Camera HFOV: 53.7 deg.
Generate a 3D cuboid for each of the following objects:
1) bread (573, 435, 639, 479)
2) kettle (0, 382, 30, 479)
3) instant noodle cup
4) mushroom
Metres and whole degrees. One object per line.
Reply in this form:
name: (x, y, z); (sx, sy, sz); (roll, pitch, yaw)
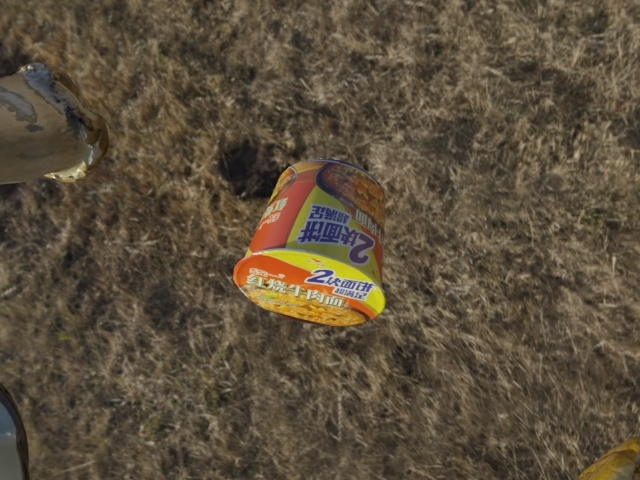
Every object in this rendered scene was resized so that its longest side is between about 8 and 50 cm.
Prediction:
bread: (0.301, 0.356, 0.690); (0.294, 0.167, 0.132); (-36, 67, -23)
kettle: (-0.381, 0.216, 0.552); (0.161, 0.236, 0.221); (-10, 73, 48)
instant noodle cup: (0.000, 0.000, 0.892); (0.213, 0.213, 0.174); (-2, 56, 22)
mushroom: (-0.199, -0.054, 0.344); (0.071, 0.209, 0.084); (-42, 92, 22)
